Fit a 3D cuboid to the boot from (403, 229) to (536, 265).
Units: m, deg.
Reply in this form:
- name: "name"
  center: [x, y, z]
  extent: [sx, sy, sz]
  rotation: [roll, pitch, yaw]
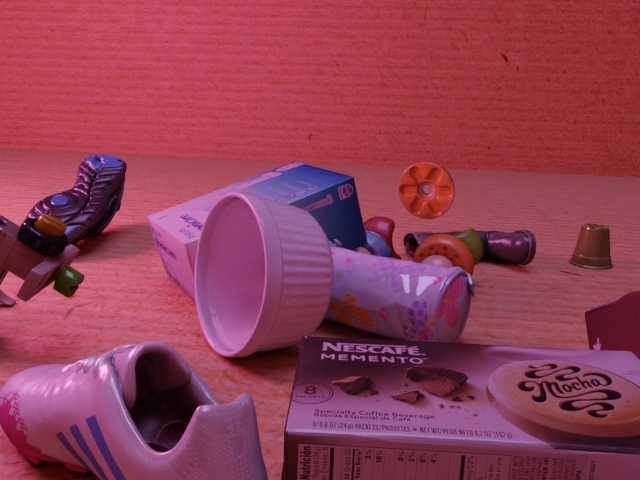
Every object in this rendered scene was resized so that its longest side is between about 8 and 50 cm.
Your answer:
- name: "boot"
  center: [0.290, 0.009, 1.273]
  extent: [0.208, 0.076, 0.189]
  rotation: [5, -2, -16]

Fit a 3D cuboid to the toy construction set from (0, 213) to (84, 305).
- name: "toy construction set"
  center: [-0.437, 0.050, 0.836]
  extent: [0.237, 0.257, 0.309]
  rotation: [26, -14, -10]

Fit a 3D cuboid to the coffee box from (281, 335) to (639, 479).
- name: "coffee box"
  center: [0.122, 0.166, 0.510]
  extent: [0.297, 0.119, 0.168]
  rotation: [3, 15, 3]

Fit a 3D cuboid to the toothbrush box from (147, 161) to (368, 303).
- name: "toothbrush box"
  center: [-0.107, -0.018, 1.070]
  extent: [0.295, 0.126, 0.216]
  rotation: [-23, 23, -24]

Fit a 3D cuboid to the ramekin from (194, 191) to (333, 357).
- name: "ramekin"
  center: [-0.072, 0.045, 0.828]
  extent: [0.109, 0.207, 0.207]
  rotation: [4, 11, -33]

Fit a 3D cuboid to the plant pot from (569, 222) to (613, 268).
- name: "plant pot"
  center: [0.548, 0.009, 1.294]
  extent: [0.083, 0.079, 0.083]
  rotation: [2, 14, -1]

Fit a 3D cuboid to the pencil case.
- name: "pencil case"
  center: [0.074, 0.069, 0.910]
  extent: [0.273, 0.113, 0.124]
  rotation: [13, 40, 35]

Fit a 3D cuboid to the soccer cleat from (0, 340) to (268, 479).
- name: "soccer cleat"
  center: [-0.167, 0.136, 0.544]
  extent: [0.331, 0.143, 0.116]
  rotation: [12, 17, 38]

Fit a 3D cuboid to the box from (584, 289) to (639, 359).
- name: "box"
  center: [0.481, 0.111, 0.609]
  extent: [0.381, 0.143, 0.191]
  rotation: [1, -15, -6]

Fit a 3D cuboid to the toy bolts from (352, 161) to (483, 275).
- name: "toy bolts"
  center: [0.136, -0.007, 1.106]
  extent: [0.228, 0.218, 0.158]
  rotation: [-11, 12, 29]

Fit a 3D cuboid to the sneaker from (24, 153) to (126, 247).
- name: "sneaker"
  center: [-0.491, -0.048, 1.343]
  extent: [0.125, 0.139, 0.341]
  rotation: [13, 34, 5]
